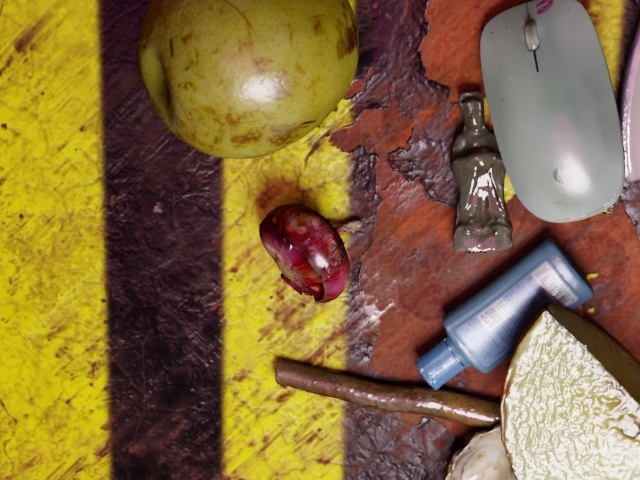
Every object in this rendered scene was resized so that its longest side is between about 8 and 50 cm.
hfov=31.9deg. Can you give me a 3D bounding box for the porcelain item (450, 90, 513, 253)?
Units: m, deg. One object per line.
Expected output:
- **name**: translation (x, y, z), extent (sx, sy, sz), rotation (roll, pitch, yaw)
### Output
- **porcelain item**: translation (0.215, -0.093, 1.500), extent (0.081, 0.069, 0.216), rotation (-2, 97, 12)

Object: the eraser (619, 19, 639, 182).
- **eraser**: translation (0.471, -0.213, 1.440), extent (0.204, 0.059, 0.243), rotation (-12, 104, 10)

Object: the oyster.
- **oyster**: translation (0.237, 0.430, 1.583), extent (0.166, 0.110, 0.341), rotation (-15, 97, 3)

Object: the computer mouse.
- **computer mouse**: translation (0.296, -0.165, 1.434), extent (0.159, 0.097, 0.288), rotation (-13, 95, 24)

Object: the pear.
- **pear**: translation (-0.088, -0.235, 1.405), extent (0.283, 0.283, 0.284), rotation (1, 102, 7)

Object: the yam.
- **yam**: translation (0.095, 0.218, 1.587), extent (0.326, 0.045, 0.045), rotation (11, 59, 5)

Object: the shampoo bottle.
- **shampoo bottle**: translation (0.243, 0.111, 1.535), extent (0.258, 0.061, 0.104), rotation (-38, 101, 13)

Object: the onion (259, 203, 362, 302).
- **onion**: translation (0.000, 0.000, 1.526), extent (0.140, 0.150, 0.150), rotation (-38, 96, -20)

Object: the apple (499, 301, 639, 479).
- **apple**: translation (0.374, 0.241, 1.471), extent (0.346, 0.254, 0.179), rotation (43, 148, 0)
